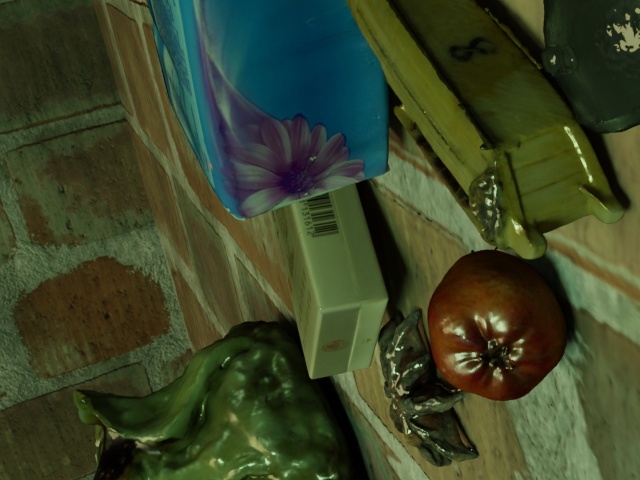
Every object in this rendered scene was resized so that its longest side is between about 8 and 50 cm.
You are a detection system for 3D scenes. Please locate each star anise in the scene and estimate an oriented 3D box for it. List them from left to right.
[{"bbox_3d":[0.079,0.128,0.813,0.141,0.042,0.141,162,90,-77],"label":"star anise"}]

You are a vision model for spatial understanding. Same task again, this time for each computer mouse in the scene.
[{"bbox_3d":[0.118,-0.080,0.400,0.135,0.047,0.079,-157,51,-74],"label":"computer mouse"}]

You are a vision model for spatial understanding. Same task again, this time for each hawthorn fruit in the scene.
[{"bbox_3d":[0.101,0.042,0.575,0.093,0.081,0.081,-73,-25,-61],"label":"hawthorn fruit"}]

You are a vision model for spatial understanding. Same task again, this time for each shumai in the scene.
[{"bbox_3d":[-0.140,0.310,1.262,0.395,0.348,0.395,56,159,35],"label":"shumai"}]

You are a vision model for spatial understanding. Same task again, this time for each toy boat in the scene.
[{"bbox_3d":[0.074,-0.075,0.529,0.088,0.068,0.226,80,164,-51],"label":"toy boat"}]

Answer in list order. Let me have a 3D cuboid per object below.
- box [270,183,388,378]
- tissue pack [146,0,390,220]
[{"bbox_3d":[0.000,0.000,0.854,0.141,0.058,0.201,96,161,-58],"label":"box"},{"bbox_3d":[-0.043,-0.182,0.672,0.198,0.146,0.263,-122,18,-47],"label":"tissue pack"}]
